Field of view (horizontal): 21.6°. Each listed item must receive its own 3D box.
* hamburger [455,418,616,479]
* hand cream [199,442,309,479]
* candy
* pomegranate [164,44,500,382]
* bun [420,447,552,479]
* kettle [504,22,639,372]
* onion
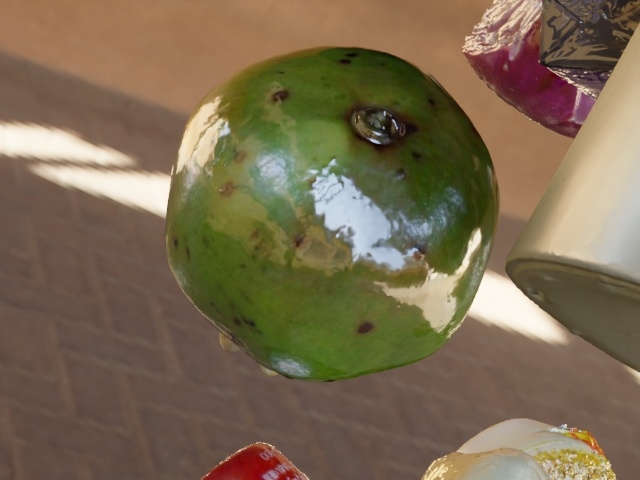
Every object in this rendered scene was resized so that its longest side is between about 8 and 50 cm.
[{"bbox_3d":[0.280,0.379,2.269,0.294,0.276,0.179,-25,35,-25],"label":"hamburger"},{"bbox_3d":[-0.056,0.227,1.015,0.125,0.193,0.193,43,18,9],"label":"hand cream"},{"bbox_3d":[0.213,-0.121,1.111,0.088,0.061,0.312,6,0,17],"label":"candy"},{"bbox_3d":[-0.002,0.001,0.925,0.187,0.225,0.187,7,59,-12],"label":"pomegranate"},{"bbox_3d":[0.129,0.297,1.479,0.160,0.259,0.259,30,16,3],"label":"bun"},{"bbox_3d":[0.295,-0.081,0.832,0.250,0.376,0.361,24,-8,24],"label":"kettle"},{"bbox_3d":[0.306,-0.217,1.743,0.247,0.250,0.111,37,6,-1],"label":"onion"}]
